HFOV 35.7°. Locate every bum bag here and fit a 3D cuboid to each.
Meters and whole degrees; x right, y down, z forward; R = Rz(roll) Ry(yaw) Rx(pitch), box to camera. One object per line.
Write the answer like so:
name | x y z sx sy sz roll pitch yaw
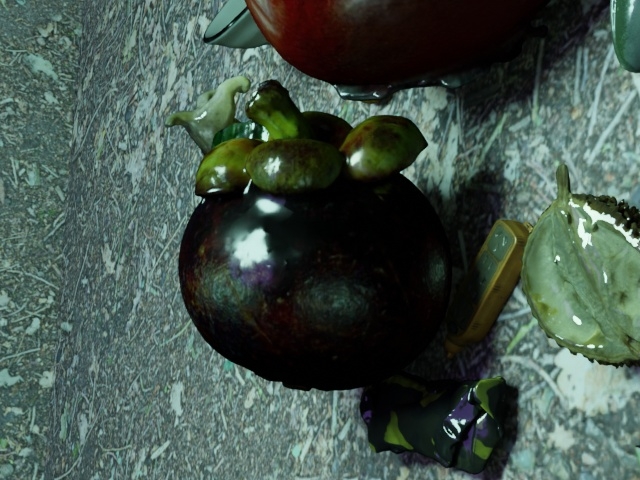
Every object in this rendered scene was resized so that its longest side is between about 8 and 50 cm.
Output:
bum bag | 0.117 0.192 1.096 0.232 0.060 0.107 -7 66 57

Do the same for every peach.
peach | 0.082 -0.349 1.035 0.417 0.353 0.339 -57 37 39

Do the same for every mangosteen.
mangosteen | -0.002 0.013 1.116 0.330 0.330 0.330 -27 58 55

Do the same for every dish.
dish | -0.034 -0.374 1.435 0.316 0.106 0.316 -44 20 21

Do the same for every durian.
durian | 0.254 0.018 0.876 0.148 0.091 0.189 -35 74 50

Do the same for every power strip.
power strip | 0.175 0.055 1.071 0.178 0.028 0.049 -66 33 24

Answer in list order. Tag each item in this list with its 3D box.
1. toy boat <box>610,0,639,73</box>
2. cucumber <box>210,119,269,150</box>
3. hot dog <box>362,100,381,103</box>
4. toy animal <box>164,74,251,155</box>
toy boat | 0.311 -0.278 0.897 0.085 0.078 0.261 -160 83 -84
cucumber | -0.046 -0.082 1.354 0.191 0.191 0.130 -6 76 60
hot dog | 0.041 -0.256 1.371 0.236 0.062 0.092 47 118 54
toy animal | -0.121 -0.132 1.517 0.121 0.233 0.169 -8 34 49
